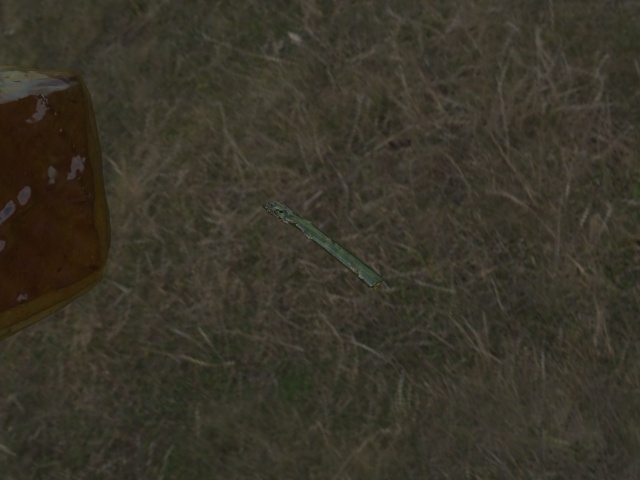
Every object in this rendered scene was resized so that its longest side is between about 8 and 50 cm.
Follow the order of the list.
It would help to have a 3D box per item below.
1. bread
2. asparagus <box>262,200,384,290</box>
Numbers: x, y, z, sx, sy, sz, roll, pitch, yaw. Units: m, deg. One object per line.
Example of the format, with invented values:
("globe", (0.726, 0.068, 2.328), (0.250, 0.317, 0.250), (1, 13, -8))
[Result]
("bread", (-0.379, -0.037, 0.939), (0.167, 0.277, 0.324), (18, 29, 39))
("asparagus", (0.000, 0.000, 0.714), (0.114, 0.014, 0.015), (38, 112, 20))
